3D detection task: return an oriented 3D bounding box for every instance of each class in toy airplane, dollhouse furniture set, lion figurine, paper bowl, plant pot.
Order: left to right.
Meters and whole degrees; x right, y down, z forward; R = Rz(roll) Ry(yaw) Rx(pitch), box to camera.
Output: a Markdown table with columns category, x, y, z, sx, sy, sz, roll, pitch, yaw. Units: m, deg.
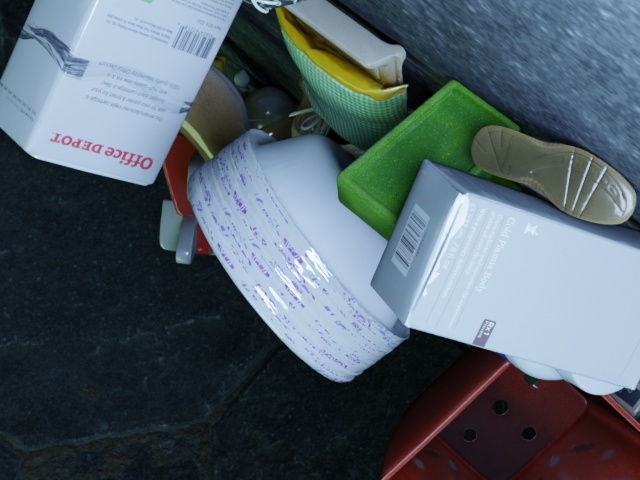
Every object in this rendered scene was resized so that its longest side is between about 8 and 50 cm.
| category | x | y | z | sx | sy | sz | roll | pitch | yaw |
| --- | --- | --- | --- | --- | --- | --- | --- | --- | --- |
| lion figurine | -0.147 | -0.174 | 1.799 | 0.392 | 0.240 | 0.142 | 44 | 177 | -5 |
| toy airplane | -0.166 | -0.153 | 2.158 | 0.384 | 0.273 | 0.386 | 69 | -173 | -58 |
| paper bowl | 0.000 | 0.000 | 1.456 | 0.284 | 0.148 | 0.284 | 52 | -169 | -14 |
| dollhouse furniture set | 0.036 | -0.091 | 1.327 | 0.301 | 0.151 | 0.197 | 40 | 163 | 23 |
| plant pot | 0.243 | 0.248 | 1.674 | 0.267 | 0.267 | 0.235 | 43 | -170 | -13 |

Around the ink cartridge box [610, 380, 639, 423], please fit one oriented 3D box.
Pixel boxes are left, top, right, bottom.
| category | x | y | z | sx | sy | sz | roll | pitch | yaw |
| --- | --- | --- | --- | --- | --- | --- | --- | --- | --- |
| ink cartridge box | 0.380 | 0.171 | 1.825 | 0.193 | 0.088 | 0.234 | 38 | 176 | 25 |

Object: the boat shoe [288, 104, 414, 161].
| category | x | y | z | sx | sy | sz | roll | pitch | yaw |
| --- | --- | --- | --- | --- | --- | --- | --- | --- | --- |
| boat shoe | 0.053 | -0.128 | 1.564 | 0.285 | 0.104 | 0.089 | 18 | 151 | 51 |

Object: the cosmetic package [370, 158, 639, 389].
| category | x | y | z | sx | sy | sz | roll | pitch | yaw |
| --- | --- | --- | --- | --- | --- | --- | --- | --- | --- |
| cosmetic package | 0.178 | 0.031 | 1.149 | 0.238 | 0.127 | 0.107 | 16 | -165 | -21 |

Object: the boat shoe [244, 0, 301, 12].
| category | x | y | z | sx | sy | sz | roll | pitch | yaw |
| --- | --- | --- | --- | --- | --- | --- | --- | --- | --- |
| boat shoe | -0.043 | -0.243 | 1.250 | 0.078 | 0.070 | 0.219 | 42 | 176 | -28 |

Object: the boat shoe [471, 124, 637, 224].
| category | x | y | z | sx | sy | sz | roll | pitch | yaw |
| --- | --- | --- | --- | --- | --- | --- | --- | --- | --- |
| boat shoe | 0.202 | -0.059 | 1.143 | 0.152 | 0.056 | 0.049 | 30 | -162 | 27 |

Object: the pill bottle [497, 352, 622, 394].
| category | x | y | z | sx | sy | sz | roll | pitch | yaw |
| --- | --- | --- | --- | --- | --- | --- | --- | --- | --- |
| pill bottle | 0.227 | 0.057 | 1.450 | 0.152 | 0.152 | 0.272 | 43 | 176 | -36 |

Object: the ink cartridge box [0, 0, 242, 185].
| category | x | y | z | sx | sy | sz | roll | pitch | yaw |
| --- | --- | --- | --- | --- | --- | --- | --- | --- | --- |
| ink cartridge box | -0.237 | -0.221 | 1.580 | 0.198 | 0.272 | 0.115 | 14 | -162 | -48 |
